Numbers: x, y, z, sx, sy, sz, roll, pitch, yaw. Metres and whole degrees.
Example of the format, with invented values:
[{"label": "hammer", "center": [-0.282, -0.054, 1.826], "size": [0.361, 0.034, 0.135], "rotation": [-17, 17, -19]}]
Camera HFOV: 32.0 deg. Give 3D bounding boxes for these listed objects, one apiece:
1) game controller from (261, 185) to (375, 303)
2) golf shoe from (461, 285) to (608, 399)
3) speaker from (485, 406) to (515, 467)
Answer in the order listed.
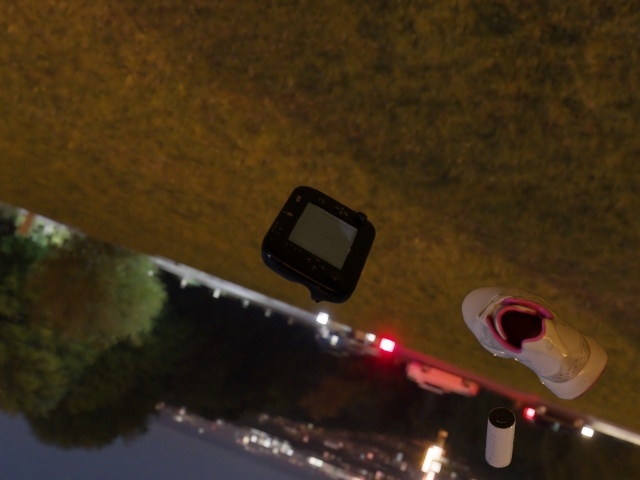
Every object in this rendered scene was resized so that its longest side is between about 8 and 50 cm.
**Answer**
[{"label": "game controller", "center": [0.000, 0.000, 1.864], "size": [0.166, 0.067, 0.319], "rotation": [38, -156, -5]}, {"label": "golf shoe", "center": [0.284, 0.116, 1.614], "size": [0.140, 0.115, 0.306], "rotation": [39, 176, -29]}, {"label": "speaker", "center": [0.362, 0.398, 2.251], "size": [0.055, 0.055, 0.136], "rotation": [16, 138, 21]}]
